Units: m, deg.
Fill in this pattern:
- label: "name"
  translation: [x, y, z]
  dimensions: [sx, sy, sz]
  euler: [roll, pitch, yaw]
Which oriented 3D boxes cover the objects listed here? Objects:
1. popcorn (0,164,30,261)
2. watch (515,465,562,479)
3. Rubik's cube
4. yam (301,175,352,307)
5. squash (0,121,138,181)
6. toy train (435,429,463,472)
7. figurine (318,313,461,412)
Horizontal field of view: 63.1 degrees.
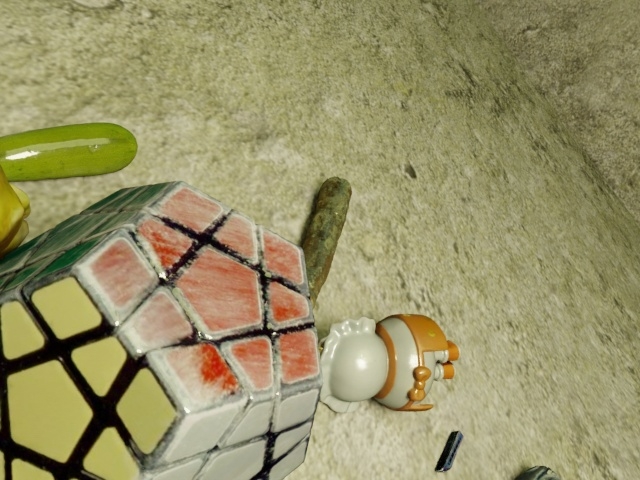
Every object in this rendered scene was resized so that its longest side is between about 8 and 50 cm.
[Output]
- label: "popcorn"
  translation: [-0.355, -0.029, 0.430]
  dimensions: [0.251, 0.236, 0.206]
  euler: [28, 83, -55]
- label: "watch"
  translation: [0.345, 0.454, 0.778]
  dimensions: [0.206, 0.068, 0.193]
  euler: [-2, 57, -46]
- label: "Rubik's cube"
  translation: [-0.145, 0.103, 0.464]
  dimensions: [0.263, 0.319, 0.319]
  euler: [-2, 58, -12]
- label: "yam"
  translation: [0.000, 0.000, 0.831]
  dimensions: [0.061, 0.061, 0.274]
  euler: [34, 43, -16]
- label: "squash"
  translation: [-0.318, -0.104, 0.630]
  dimensions: [0.201, 0.066, 0.066]
  euler: [-20, 74, -40]
- label: "toy train"
  translation: [0.194, 0.321, 0.784]
  dimensions: [0.017, 0.017, 0.083]
  euler: [55, 40, -4]
- label: "figurine"
  translation: [0.083, 0.172, 0.717]
  dimensions: [0.271, 0.143, 0.144]
  euler: [1, 59, -43]
